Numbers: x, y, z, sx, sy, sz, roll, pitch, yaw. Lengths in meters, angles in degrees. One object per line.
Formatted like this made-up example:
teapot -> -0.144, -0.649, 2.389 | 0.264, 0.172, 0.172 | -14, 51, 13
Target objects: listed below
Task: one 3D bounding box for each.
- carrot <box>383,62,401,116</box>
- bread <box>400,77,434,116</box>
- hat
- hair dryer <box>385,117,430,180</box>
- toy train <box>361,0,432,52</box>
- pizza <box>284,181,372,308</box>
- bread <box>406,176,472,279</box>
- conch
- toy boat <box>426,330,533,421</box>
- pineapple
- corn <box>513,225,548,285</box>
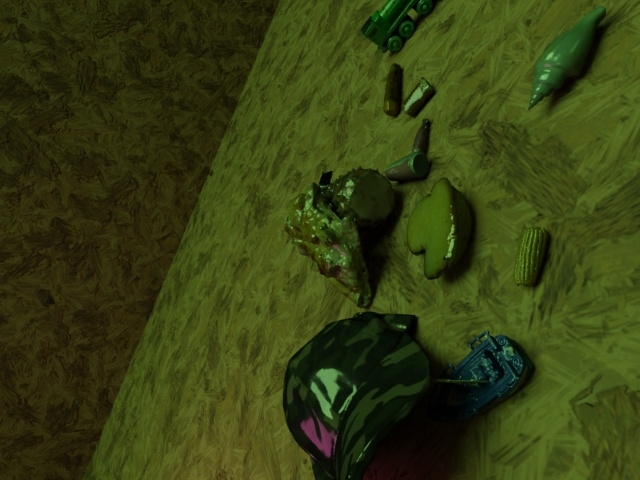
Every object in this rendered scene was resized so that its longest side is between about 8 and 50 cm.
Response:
carrot -> 0.190, -0.395, 1.146 | 0.042, 0.042, 0.170 | -27, 44, 50
bread -> 0.229, -0.335, 1.037 | 0.083, 0.036, 0.046 | -49, 48, 29
hat -> 0.022, 0.265, 0.716 | 0.258, 0.382, 0.365 | 21, 85, 19
hair dryer -> 0.210, -0.202, 0.974 | 0.154, 0.054, 0.106 | -62, 22, -12
toy train -> 0.223, -0.621, 1.171 | 0.251, 0.119, 0.084 | -47, 33, 35
pizza -> 0.000, 0.000, 0.968 | 0.323, 0.090, 0.223 | 48, 155, 34
bread -> 0.215, -0.010, 0.803 | 0.149, 0.066, 0.187 | 136, 142, -55
conch -> 0.390, -0.286, 0.711 | 0.065, 0.088, 0.180 | 38, 99, 16
toy boat -> 0.197, 0.199, 0.621 | 0.175, 0.110, 0.091 | -54, 34, 26
pineapple -> 0.050, -0.091, 1.065 | 0.310, 0.141, 0.170 | -9, 90, 65
corn -> 0.305, 0.023, 0.643 | 0.037, 0.037, 0.092 | 5, 76, 61
